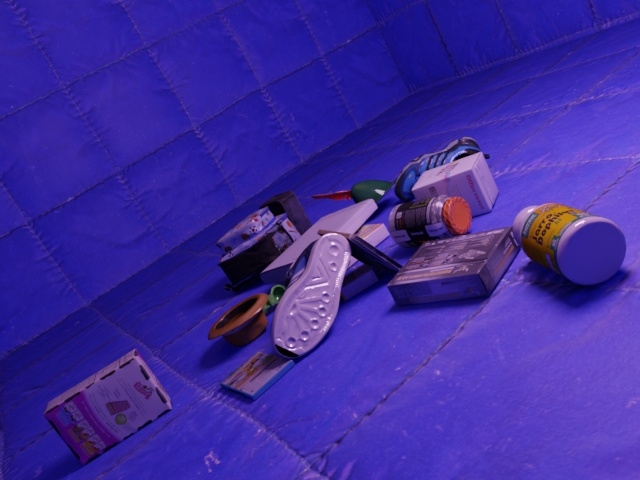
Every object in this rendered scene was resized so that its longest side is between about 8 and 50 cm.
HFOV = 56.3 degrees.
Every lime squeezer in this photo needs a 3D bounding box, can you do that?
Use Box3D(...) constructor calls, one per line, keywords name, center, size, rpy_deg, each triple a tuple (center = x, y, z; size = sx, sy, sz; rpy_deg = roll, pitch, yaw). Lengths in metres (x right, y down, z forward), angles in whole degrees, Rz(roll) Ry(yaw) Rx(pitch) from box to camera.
Box3D(name="lime squeezer", center=(-0.139, 0.172, 1.675), size=(0.310, 0.059, 0.110), rpy_deg=(-33, -15, -8))

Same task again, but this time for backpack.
Box3D(name="backpack", center=(-0.199, 0.013, 1.997), size=(0.276, 0.213, 0.263), rpy_deg=(-24, 5, 28))

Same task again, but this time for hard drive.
Box3D(name="hard drive", center=(0.000, 0.000, 1.782), size=(0.233, 0.047, 0.353), rpy_deg=(-19, 18, 41))

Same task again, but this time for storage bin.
Box3D(name="storage bin", center=(-0.122, -0.075, 2.155), size=(0.122, 0.180, 0.084), rpy_deg=(-15, 20, 43))

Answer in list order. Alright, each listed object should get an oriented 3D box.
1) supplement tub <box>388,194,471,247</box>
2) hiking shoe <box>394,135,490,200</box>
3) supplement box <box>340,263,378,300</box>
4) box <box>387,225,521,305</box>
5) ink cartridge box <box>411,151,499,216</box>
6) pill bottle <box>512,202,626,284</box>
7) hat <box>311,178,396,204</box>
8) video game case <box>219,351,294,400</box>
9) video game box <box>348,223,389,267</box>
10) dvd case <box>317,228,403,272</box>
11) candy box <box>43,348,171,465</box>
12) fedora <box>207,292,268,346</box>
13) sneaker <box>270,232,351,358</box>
Box3D(name="supplement tub", center=(0.272, -0.048, 1.488), size=(0.190, 0.117, 0.117), rpy_deg=(-10, 24, 50))
Box3D(name="hiking shoe", center=(0.368, -0.218, 1.874), size=(0.304, 0.113, 0.132), rpy_deg=(-34, 26, 11))
Box3D(name="supplement box", center=(0.088, 0.103, 1.481), size=(0.098, 0.036, 0.062), rpy_deg=(-31, 15, 0))
Box3D(name="box", center=(0.280, 0.055, 1.259), size=(0.231, 0.056, 0.183), rpy_deg=(-14, 22, 45))
Box3D(name="ink cartridge box", center=(0.359, -0.132, 1.577), size=(0.176, 0.128, 0.127), rpy_deg=(-17, 19, 35))
Box3D(name="pill bottle", center=(0.429, -0.003, 1.063), size=(0.117, 0.118, 0.208), rpy_deg=(-29, 15, 0))
Box3D(name="hat", center=(0.120, -0.184, 1.979), size=(0.208, 0.183, 0.173), rpy_deg=(-49, -1, -24))
Box3D(name="video game case", center=(-0.143, 0.296, 1.322), size=(0.119, 0.015, 0.166), rpy_deg=(-38, 18, -28))
Box3D(name="video game box", center=(0.072, 0.024, 1.749), size=(0.205, 0.048, 0.187), rpy_deg=(-37, 19, -26))
Box3D(name="dvd case", center=(0.098, 0.026, 1.495), size=(0.018, 0.164, 0.221), rpy_deg=(-60, 21, -8))
Box3D(name="candy box", center=(-0.488, 0.384, 1.388), size=(0.233, 0.159, 0.071), rpy_deg=(-31, 16, -9))
Box3D(name="fedora", center=(-0.200, 0.217, 1.555), size=(0.194, 0.079, 0.194), rpy_deg=(-33, 13, 9))
Box3D(name="sneaker", center=(-0.039, 0.145, 1.435), size=(0.323, 0.130, 0.236), rpy_deg=(-66, 8, -23))
